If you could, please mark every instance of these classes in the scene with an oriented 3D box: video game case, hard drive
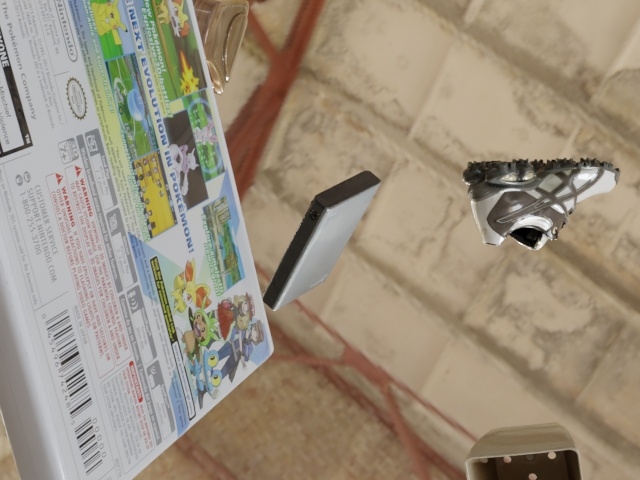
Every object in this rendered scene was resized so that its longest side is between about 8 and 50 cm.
[{"bbox_3d":[-0.137,-0.025,0.853,0.036,0.300,0.329,-8,-77,24],"label":"video game case"},{"bbox_3d":[0.000,0.000,1.239,0.022,0.094,0.135,41,-53,16],"label":"hard drive"}]

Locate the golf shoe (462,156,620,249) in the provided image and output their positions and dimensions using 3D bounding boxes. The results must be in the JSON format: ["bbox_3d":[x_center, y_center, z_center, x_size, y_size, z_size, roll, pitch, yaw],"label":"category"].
[{"bbox_3d":[0.225,-0.038,1.311,0.077,0.198,0.094,-1,-87,57],"label":"golf shoe"}]

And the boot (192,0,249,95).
[{"bbox_3d":[-0.201,-0.235,1.387,0.220,0.283,0.109,16,-82,5],"label":"boot"}]

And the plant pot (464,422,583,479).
[{"bbox_3d":[0.205,0.236,1.277,0.109,0.096,0.109,-8,-73,12],"label":"plant pot"}]
